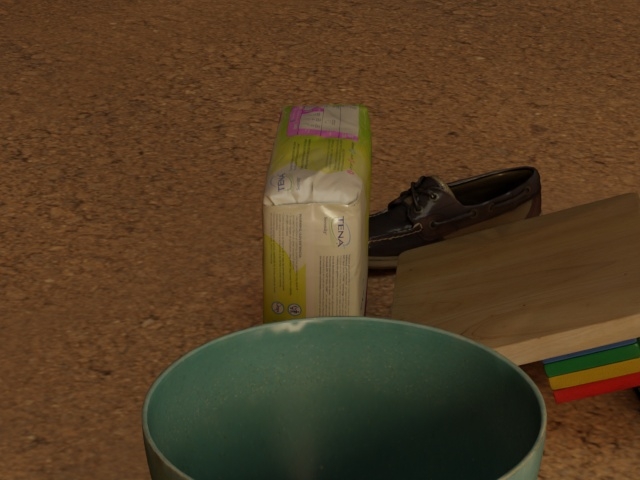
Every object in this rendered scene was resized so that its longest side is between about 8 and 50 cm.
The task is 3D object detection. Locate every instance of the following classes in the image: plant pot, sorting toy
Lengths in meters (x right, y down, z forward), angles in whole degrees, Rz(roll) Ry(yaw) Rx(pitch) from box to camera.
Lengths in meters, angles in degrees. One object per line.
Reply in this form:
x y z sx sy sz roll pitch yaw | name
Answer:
0.017 0.206 1.181 0.290 0.195 0.290 0 23 0 | plant pot
0.205 0.074 1.558 0.257 0.089 0.255 -15 24 13 | sorting toy

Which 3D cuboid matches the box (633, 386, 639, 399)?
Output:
0.445 0.144 1.499 0.270 0.060 0.216 -2 23 -5 | box

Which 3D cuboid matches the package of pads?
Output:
0.000 0.000 1.616 0.101 0.229 0.296 1 24 2 | package of pads

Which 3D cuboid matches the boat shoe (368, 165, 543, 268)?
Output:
0.133 -0.033 1.860 0.285 0.092 0.103 -9 25 -20 | boat shoe
